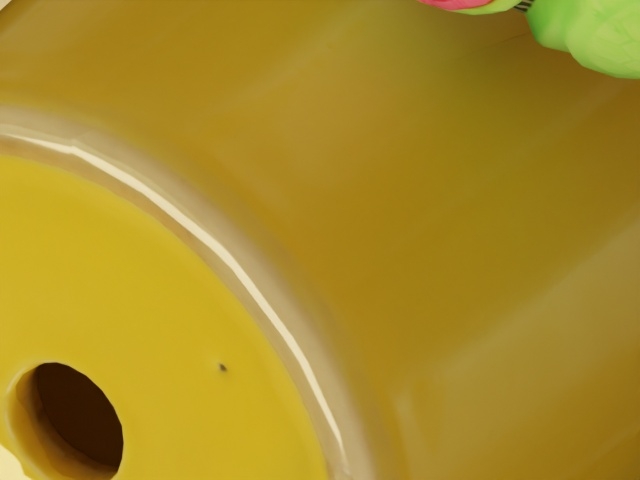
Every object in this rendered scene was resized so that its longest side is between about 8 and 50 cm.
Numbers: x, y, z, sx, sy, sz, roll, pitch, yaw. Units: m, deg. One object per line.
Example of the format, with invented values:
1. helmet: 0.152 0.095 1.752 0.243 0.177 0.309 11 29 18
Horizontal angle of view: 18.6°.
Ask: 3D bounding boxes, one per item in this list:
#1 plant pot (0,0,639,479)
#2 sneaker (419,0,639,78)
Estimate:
1. plant pot: 0.000 0.000 0.517 0.254 0.239 0.254 14 119 27
2. sneaker: 0.165 -0.199 0.287 0.483 0.185 0.202 -49 26 39
